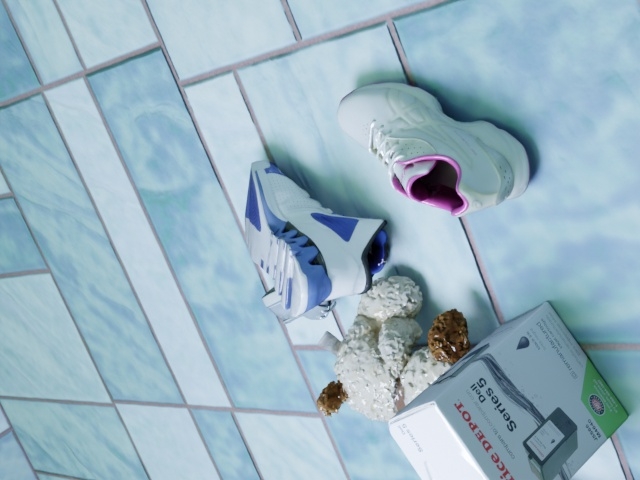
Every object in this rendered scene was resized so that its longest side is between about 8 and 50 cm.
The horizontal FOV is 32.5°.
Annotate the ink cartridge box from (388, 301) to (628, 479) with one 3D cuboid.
[{"bbox_3d":[0.253,0.240,1.466,0.198,0.273,0.115,55,142,2],"label":"ink cartridge box"}]

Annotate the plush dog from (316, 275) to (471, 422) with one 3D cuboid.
[{"bbox_3d":[0.138,0.207,1.623,0.225,0.211,0.262,8,120,40],"label":"plush dog"}]

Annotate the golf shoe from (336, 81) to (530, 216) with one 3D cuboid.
[{"bbox_3d":[0.123,-0.123,1.462,0.306,0.140,0.115,26,134,35],"label":"golf shoe"}]

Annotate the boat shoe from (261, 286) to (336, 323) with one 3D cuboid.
[{"bbox_3d":[-0.013,0.090,1.814,0.081,0.079,0.227,52,147,-9],"label":"boat shoe"}]

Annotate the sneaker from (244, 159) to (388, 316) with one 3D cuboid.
[{"bbox_3d":[0.000,0.001,1.688,0.315,0.182,0.127,-121,34,-50],"label":"sneaker"}]
